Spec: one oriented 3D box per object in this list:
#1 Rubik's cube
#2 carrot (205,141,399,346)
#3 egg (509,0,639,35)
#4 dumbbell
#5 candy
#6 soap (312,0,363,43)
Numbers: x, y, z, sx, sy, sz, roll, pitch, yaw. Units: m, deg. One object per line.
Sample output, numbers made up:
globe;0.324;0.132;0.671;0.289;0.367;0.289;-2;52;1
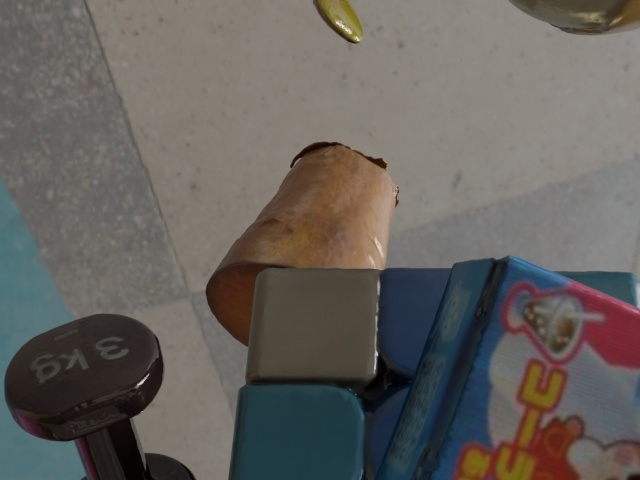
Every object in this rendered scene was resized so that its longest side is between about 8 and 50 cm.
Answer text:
Rubik's cube;0.115;0.249;0.968;0.347;0.344;0.347;-1;151;9
carrot;0.000;0.000;1.216;0.196;0.254;0.196;12;139;11
egg;0.234;-0.265;0.830;0.244;0.201;0.201;-10;138;-25
dumbbell;-0.190;0.187;0.945;0.140;0.124;0.225;-20;126;-14
candy;0.203;0.135;0.634;0.306;0.100;0.157;21;83;-8
soap;0.006;-0.130;0.552;0.034;0.089;0.012;34;116;-31
